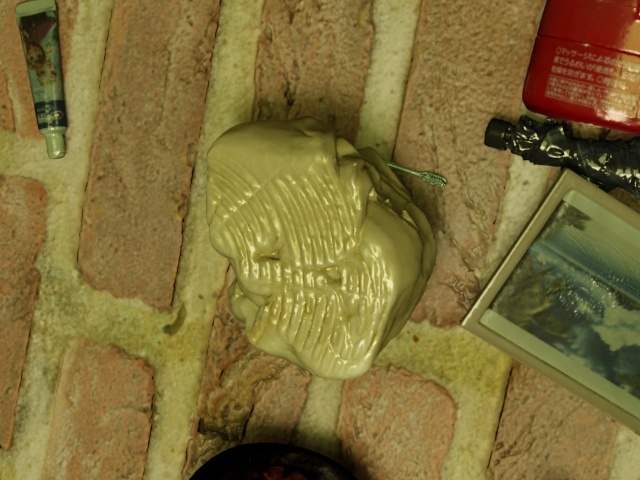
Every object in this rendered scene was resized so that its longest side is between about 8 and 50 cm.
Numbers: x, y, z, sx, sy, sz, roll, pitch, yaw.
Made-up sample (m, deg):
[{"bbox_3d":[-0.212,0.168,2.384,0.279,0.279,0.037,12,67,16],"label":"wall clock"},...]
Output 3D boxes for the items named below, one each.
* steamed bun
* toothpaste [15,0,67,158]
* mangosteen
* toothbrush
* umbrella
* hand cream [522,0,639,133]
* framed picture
[{"bbox_3d":[0.001,-0.003,1.220,0.289,0.203,0.276,28,110,21],"label":"steamed bun"},{"bbox_3d":[-0.369,-0.216,1.348,0.062,0.037,0.216,-8,90,13],"label":"toothpaste"},{"bbox_3d":[-0.058,0.407,1.262,0.275,0.275,0.302,12,131,10],"label":"mangosteen"},{"bbox_3d":[0.057,-0.105,1.283,0.219,0.019,0.016,19,104,8],"label":"toothbrush"},{"bbox_3d":[0.308,-0.101,1.212,0.224,0.071,0.080,16,82,15],"label":"umbrella"},{"bbox_3d":[0.345,-0.194,1.113,0.230,0.230,0.149,13,99,9],"label":"hand cream"},{"bbox_3d":[0.358,0.088,1.210,0.315,0.024,0.232,30,101,-8],"label":"framed picture"}]
